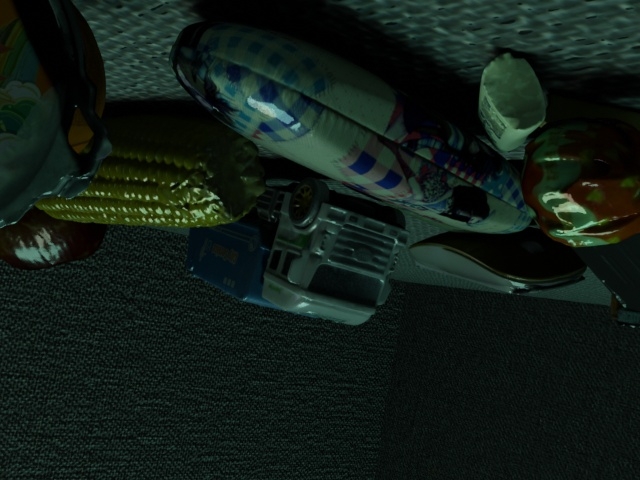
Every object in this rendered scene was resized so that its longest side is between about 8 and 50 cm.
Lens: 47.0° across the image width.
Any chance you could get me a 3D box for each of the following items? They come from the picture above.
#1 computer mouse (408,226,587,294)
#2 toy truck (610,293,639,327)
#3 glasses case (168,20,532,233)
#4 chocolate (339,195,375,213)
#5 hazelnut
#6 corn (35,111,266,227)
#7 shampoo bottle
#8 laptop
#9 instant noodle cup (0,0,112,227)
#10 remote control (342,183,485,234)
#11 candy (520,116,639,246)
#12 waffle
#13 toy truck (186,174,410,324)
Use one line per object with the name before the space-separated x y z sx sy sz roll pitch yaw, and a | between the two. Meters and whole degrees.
computer mouse | 0.252 0.017 1.093 0.158 0.071 0.310 -10 -170 -20
toy truck | 0.492 0.051 0.881 0.162 0.136 0.305 4 179 -11
glasses case | 0.040 -0.072 0.534 0.327 0.076 0.125 19 -170 -43
chocolate | -0.004 0.002 1.217 0.221 0.147 0.221 14 175 1
hazelnut | -0.512 -0.061 1.355 0.234 0.218 0.218 -10 174 4
corn | -0.207 -0.078 0.809 0.345 0.131 0.131 4 172 40
shampoo bottle | 0.127 -0.087 0.509 0.034 0.049 0.141 -36 173 6
laptop | 0.240 0.006 0.603 0.197 0.016 0.135 45 171 -18
instant noodle cup | -0.202 -0.097 0.425 0.208 0.177 0.125 40 -170 -4
remote control | 0.137 -0.051 0.941 0.090 0.038 0.310 6 174 35
candy | 0.237 -0.061 0.402 0.288 0.084 0.078 -19 -167 48
waffle | 0.191 -0.072 0.600 0.125 0.032 0.191 9 174 -10
toy truck | -0.050 -0.002 0.963 0.146 0.175 0.367 15 -179 -32
